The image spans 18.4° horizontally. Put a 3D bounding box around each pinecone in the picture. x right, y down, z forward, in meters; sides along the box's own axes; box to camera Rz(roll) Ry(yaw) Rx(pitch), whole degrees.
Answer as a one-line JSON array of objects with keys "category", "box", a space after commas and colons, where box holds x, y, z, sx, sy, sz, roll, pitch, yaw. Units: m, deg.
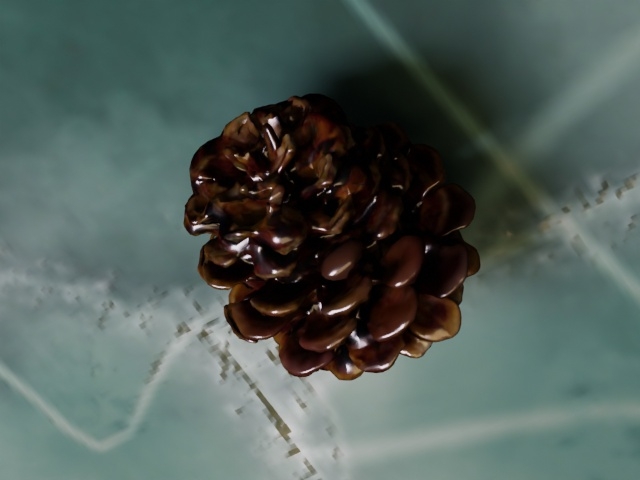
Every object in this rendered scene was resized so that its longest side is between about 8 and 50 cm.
[{"category": "pinecone", "box": [0.000, 0.000, 0.538, 0.077, 0.077, 0.083, -26, 154, 24]}]
